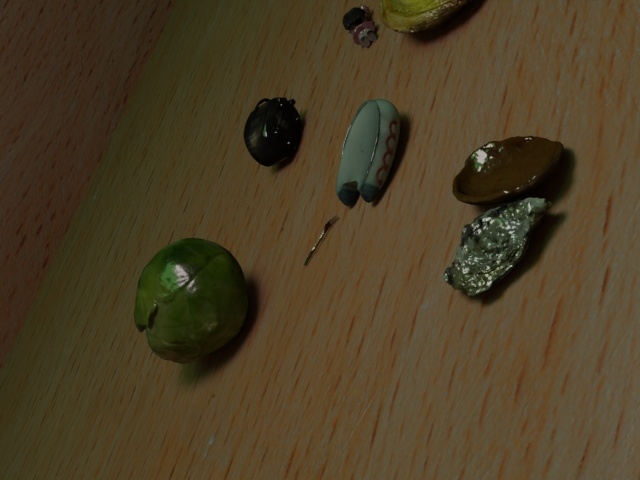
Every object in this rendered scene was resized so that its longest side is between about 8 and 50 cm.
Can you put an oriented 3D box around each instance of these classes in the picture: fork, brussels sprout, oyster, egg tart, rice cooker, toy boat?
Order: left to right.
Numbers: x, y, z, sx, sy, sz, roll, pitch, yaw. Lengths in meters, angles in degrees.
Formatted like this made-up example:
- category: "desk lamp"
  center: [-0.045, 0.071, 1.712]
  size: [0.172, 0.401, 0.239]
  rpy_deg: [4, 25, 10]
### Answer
- category: "brussels sprout"
  center: [-0.255, 0.118, 1.772]
  size: [0.244, 0.244, 0.244]
  rpy_deg: [-38, 34, 31]
- category: "rice cooker"
  center: [-0.106, -0.247, 2.009]
  size: [0.106, 0.112, 0.165]
  rpy_deg: [-16, 51, 43]
- category: "fork"
  center: [-0.001, -0.001, 1.703]
  size: [0.115, 0.016, 0.012]
  rpy_deg: [-57, 37, 4]
- category: "toy boat"
  center: [0.098, -0.162, 1.670]
  size: [0.134, 0.078, 0.208]
  rpy_deg: [-12, 62, 62]
- category: "egg tart"
  center: [0.236, -0.511, 1.773]
  size: [0.278, 0.095, 0.279]
  rpy_deg: [-31, 41, 32]
- category: "oyster"
  center: [0.247, 0.002, 1.270]
  size: [0.177, 0.064, 0.125]
  rpy_deg: [-53, 34, 5]

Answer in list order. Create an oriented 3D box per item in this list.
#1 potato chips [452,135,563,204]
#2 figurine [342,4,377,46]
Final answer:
- category: "potato chips"
  center: [0.277, -0.097, 1.328]
  size: [0.150, 0.049, 0.201]
  rpy_deg: [-52, 21, -23]
- category: "figurine"
  center: [0.091, -0.484, 2.004]
  size: [0.072, 0.054, 0.129]
  rpy_deg: [-44, 33, 15]
